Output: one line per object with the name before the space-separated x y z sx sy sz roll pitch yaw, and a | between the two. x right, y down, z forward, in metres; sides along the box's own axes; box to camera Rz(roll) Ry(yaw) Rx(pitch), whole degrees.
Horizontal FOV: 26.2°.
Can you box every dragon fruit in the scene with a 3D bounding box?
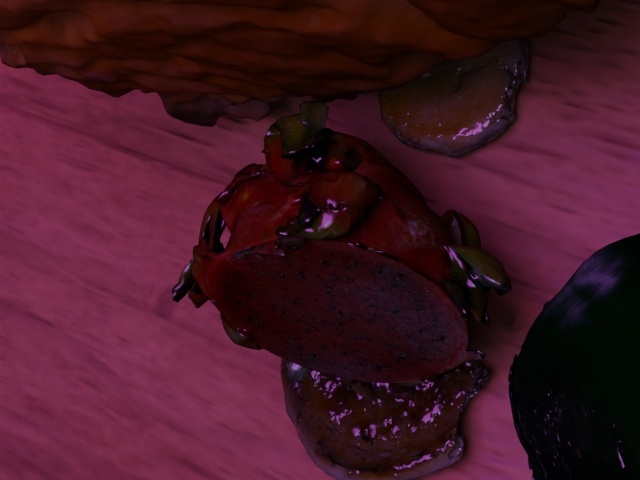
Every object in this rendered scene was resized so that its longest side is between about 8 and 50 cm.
dragon fruit | 0.000 0.000 0.623 0.142 0.138 0.175 -10 46 -4

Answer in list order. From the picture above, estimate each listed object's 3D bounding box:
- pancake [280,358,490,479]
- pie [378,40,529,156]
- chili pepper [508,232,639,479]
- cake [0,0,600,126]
pancake | 0.027 0.058 0.680 0.116 0.022 0.129 -19 67 26
pie | 0.065 -0.083 0.683 0.084 0.020 0.084 -6 77 28
chili pepper | 0.147 0.070 0.478 0.174 0.261 0.165 -36 96 -3
cake | -0.050 -0.234 0.571 0.314 0.293 0.307 -7 77 49
